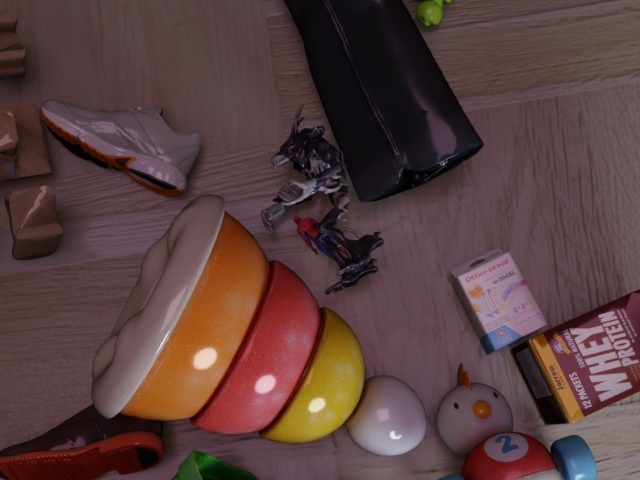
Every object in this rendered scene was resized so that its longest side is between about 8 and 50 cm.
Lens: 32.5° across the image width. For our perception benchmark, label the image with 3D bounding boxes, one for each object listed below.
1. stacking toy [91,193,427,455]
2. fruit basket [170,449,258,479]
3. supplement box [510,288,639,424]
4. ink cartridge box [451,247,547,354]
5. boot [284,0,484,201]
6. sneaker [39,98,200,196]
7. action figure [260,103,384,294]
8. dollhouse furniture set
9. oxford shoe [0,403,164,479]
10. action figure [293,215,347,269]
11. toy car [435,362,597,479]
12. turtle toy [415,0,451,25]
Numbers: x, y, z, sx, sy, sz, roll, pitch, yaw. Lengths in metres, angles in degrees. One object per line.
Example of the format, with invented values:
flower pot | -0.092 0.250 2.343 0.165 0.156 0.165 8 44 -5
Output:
stacking toy | -0.060 0.181 1.603 0.480 0.350 0.350 29 82 -13
fruit basket | -0.036 0.452 1.506 0.392 0.283 0.391 -8 67 19
supplement box | 0.401 0.170 1.597 0.191 0.194 0.129 -24 80 -2
ink cartridge box | 0.266 0.088 1.669 0.092 0.090 0.143 -26 81 -3
boot | 0.131 -0.322 1.663 0.367 0.146 0.445 -30 73 35
sneaker | -0.312 -0.172 1.742 0.263 0.099 0.121 26 74 -1
action figure | -0.014 -0.065 1.655 0.141 0.164 0.275 -21 74 -17
dollhouse furniture set | -0.632 -0.119 1.709 0.394 0.256 0.362 -11 80 -22
oxford shoe | -0.365 0.308 1.666 0.272 0.096 0.098 -10 48 6
action figure | 0.000 0.000 1.725 0.115 0.030 0.038 43 78 13
toy car | 0.238 0.283 1.591 0.219 0.210 0.237 -17 67 -9
turtle toy | 0.176 -0.410 1.768 0.066 0.095 0.130 -15 80 19
